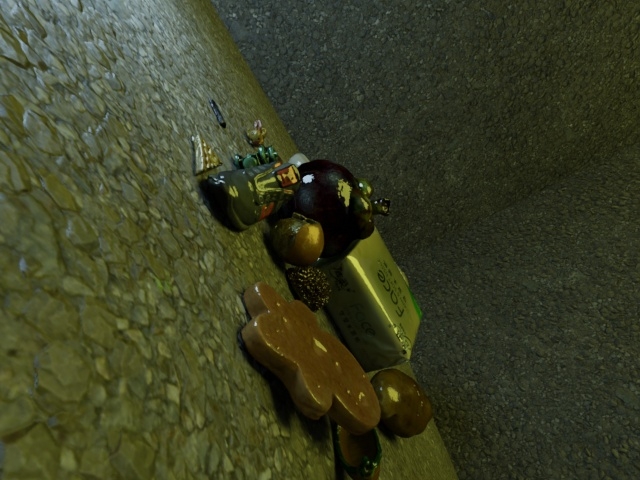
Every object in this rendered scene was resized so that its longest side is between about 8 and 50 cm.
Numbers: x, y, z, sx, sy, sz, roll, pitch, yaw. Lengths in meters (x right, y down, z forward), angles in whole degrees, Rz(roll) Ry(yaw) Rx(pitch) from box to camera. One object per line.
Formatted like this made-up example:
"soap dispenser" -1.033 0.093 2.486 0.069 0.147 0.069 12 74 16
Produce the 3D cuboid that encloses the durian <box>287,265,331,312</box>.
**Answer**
"durian" -0.020 0.126 1.125 0.148 0.091 0.188 61 10 -12

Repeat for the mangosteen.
"mangosteen" 0.018 -0.100 1.308 0.330 0.330 0.330 60 8 -15

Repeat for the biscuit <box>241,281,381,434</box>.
"biscuit" -0.014 0.227 0.783 0.355 0.052 0.275 44 14 -28

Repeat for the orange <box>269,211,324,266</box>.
"orange" -0.061 -0.004 1.107 0.156 0.134 0.156 33 3 -2

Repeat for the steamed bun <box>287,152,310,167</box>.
"steamed bun" -0.085 -0.315 2.021 0.177 0.131 0.228 56 4 32

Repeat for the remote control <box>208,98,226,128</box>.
"remote control" -0.307 -0.383 1.252 0.096 0.014 0.039 63 8 13

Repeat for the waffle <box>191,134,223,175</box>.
"waffle" -0.240 -0.159 0.903 0.097 0.023 0.152 53 11 -44

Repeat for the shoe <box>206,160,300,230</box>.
"shoe" -0.126 -0.117 0.954 0.132 0.171 0.336 63 7 -1

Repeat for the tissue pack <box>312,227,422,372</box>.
"tissue pack" 0.170 0.189 1.452 0.405 0.205 0.332 59 31 -8

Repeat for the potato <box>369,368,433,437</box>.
"potato" 0.248 0.523 1.353 0.369 0.176 0.195 41 65 -51

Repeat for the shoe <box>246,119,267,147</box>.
"shoe" -0.237 -0.394 1.539 0.069 0.072 0.109 85 25 -45

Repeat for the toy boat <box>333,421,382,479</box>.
"toy boat" 0.070 0.389 0.823 0.229 0.089 0.088 -117 -162 -74

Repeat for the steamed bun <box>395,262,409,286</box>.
"steamed bun" 0.241 0.199 1.987 0.334 0.233 0.312 42 -16 28

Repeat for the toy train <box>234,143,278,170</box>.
"toy train" -0.173 -0.197 1.236 0.248 0.101 0.159 -75 150 -77

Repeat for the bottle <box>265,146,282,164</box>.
"bottle" -0.192 -0.325 1.651 0.053 0.053 0.140 64 8 11

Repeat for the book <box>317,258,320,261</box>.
"book" 0.033 0.127 1.707 0.208 0.020 0.295 51 14 -55
